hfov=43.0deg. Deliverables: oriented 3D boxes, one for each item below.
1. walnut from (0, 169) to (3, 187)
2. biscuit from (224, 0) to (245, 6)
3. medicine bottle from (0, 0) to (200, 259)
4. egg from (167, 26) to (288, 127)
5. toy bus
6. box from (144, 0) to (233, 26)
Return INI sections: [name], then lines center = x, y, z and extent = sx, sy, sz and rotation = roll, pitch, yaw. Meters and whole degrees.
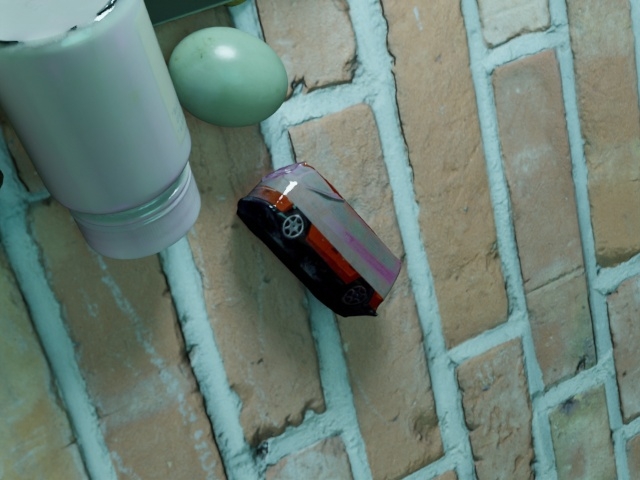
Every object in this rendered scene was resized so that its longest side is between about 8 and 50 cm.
[walnut]
center = -0.531, -0.082, 1.018
extent = 0.248, 0.248, 0.248
rotation = -6, 102, -28
[biscuit]
center = -0.149, -0.488, 1.271
extent = 0.153, 0.030, 0.235
rotation = -11, 104, -25
[medicine bottle]
center = -0.292, -0.165, 1.076
extent = 0.213, 0.213, 0.379
rotation = -34, 140, -19
[egg]
center = -0.140, -0.249, 1.249
extent = 0.192, 0.149, 0.149
rotation = 10, 94, -28
[toy bus]
center = 0.000, 0.000, 1.389
extent = 0.147, 0.127, 0.303
rotation = -50, 116, -17
[box]
center = -0.272, -0.470, 1.065
extent = 0.395, 0.111, 0.397
rotation = -25, 136, -17
